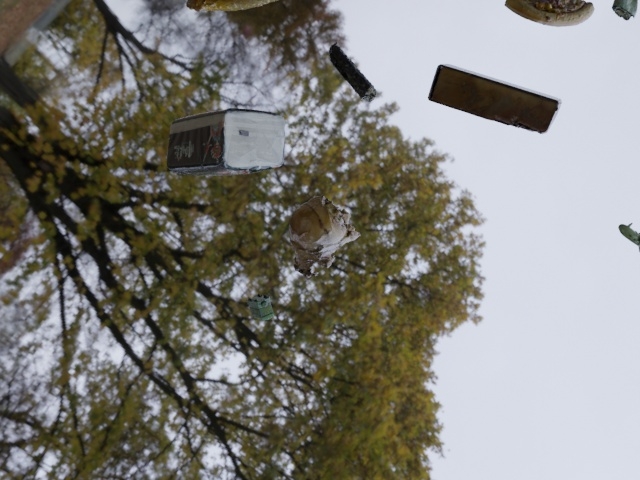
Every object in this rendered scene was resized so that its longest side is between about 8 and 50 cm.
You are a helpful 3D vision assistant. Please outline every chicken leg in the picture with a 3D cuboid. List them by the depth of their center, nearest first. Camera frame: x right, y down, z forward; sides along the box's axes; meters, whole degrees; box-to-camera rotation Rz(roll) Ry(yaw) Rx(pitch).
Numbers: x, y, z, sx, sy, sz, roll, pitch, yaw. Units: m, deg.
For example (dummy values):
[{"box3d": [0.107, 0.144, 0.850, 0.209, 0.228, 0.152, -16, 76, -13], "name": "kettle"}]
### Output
[{"box3d": [-0.003, 0.000, 0.974, 0.101, 0.208, 0.085, -23, -112, -20], "name": "chicken leg"}]

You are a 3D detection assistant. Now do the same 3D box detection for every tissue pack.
[{"box3d": [-0.139, -0.137, 0.861, 0.170, 0.103, 0.091, 8, -82, 51], "name": "tissue pack"}]

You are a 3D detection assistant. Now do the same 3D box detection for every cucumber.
[{"box3d": [0.082, -0.444, 1.592, 0.053, 0.182, 0.053, -38, 180, 0], "name": "cucumber"}]

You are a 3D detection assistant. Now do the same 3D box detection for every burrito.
[{"box3d": [0.924, -0.728, 1.809, 0.044, 0.074, 0.118, 157, -45, -78], "name": "burrito"}]

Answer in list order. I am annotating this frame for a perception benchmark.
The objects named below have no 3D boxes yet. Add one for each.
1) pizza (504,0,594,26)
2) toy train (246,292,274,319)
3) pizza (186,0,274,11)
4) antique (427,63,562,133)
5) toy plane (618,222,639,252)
[{"box3d": [0.597, -0.606, 1.559, 0.058, 0.246, 0.127, 108, -7, -51], "name": "pizza"}, {"box3d": [-0.143, 0.158, 1.439, 0.038, 0.057, 0.093, -21, -173, -24], "name": "toy train"}, {"box3d": [-0.131, -0.467, 1.088, 0.270, 0.056, 0.134, -5, 179, 10], "name": "pizza"}, {"box3d": [0.430, -0.349, 1.488, 0.309, 0.094, 0.087, 23, -156, 19], "name": "antique"}, {"box3d": [0.837, -0.008, 1.601, 0.040, 0.111, 0.102, -43, -171, 21], "name": "toy plane"}]
